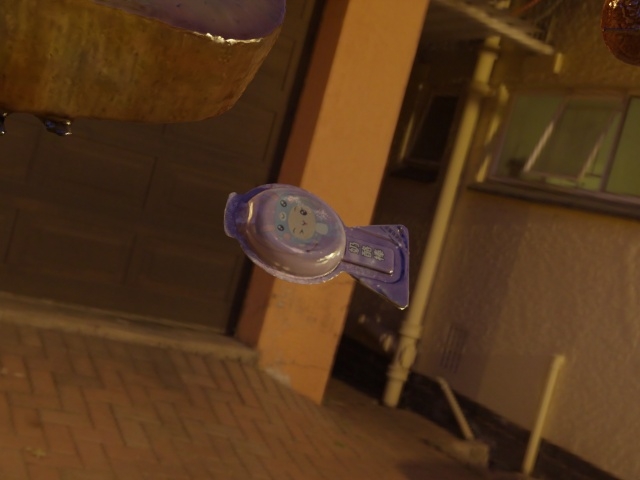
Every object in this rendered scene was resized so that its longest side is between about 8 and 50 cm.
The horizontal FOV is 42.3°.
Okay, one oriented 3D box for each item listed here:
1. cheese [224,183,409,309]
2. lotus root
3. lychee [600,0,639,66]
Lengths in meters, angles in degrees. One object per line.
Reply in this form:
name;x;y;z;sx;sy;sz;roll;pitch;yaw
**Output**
cheese;0.000;0.000;0.776;0.191;0.105;0.042;16;-34;-20
lotus root;-0.181;-0.211;0.467;0.375;0.111;0.390;43;40;2
lychee;0.340;-0.224;0.851;0.114;0.101;0.140;-20;34;15
